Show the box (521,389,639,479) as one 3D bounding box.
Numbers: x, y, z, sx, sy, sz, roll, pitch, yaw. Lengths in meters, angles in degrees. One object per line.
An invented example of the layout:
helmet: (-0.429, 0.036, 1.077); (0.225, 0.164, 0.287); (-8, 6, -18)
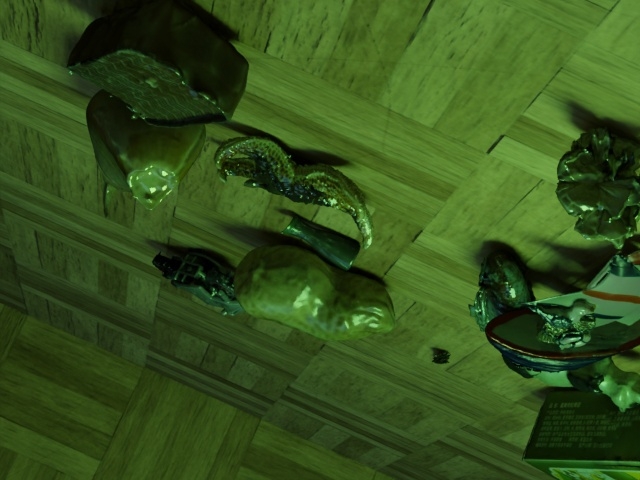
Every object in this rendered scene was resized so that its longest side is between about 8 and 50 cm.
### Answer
box: (0.579, 0.365, 2.249); (0.373, 0.138, 0.420); (31, 161, -19)

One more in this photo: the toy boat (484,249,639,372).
toy boat: (0.350, 0.080, 1.783); (0.219, 0.072, 0.318); (12, 147, -33)

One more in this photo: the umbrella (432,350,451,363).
umbrella: (0.201, 0.199, 2.459); (0.031, 0.020, 0.083); (-19, 177, -7)

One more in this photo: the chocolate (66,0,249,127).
chocolate: (-0.174, -0.197, 1.605); (0.148, 0.093, 0.214); (32, 163, -30)

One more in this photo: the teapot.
teapot: (0.000, 0.000, 2.079); (0.111, 0.043, 0.043); (28, 163, -4)

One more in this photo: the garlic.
garlic: (-0.227, -0.114, 1.820); (0.145, 0.164, 0.245); (11, 174, -19)

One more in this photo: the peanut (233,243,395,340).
peanut: (-0.008, 0.084, 2.211); (0.253, 0.122, 0.137); (22, 156, -1)

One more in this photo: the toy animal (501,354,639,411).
toy animal: (0.349, 0.170, 2.033); (0.225, 0.094, 0.121); (17, 163, 21)

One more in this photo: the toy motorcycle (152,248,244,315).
toy motorcycle: (-0.193, 0.068, 2.501); (0.215, 0.080, 0.122); (14, 159, 47)

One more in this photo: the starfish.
starfish: (-0.022, -0.068, 1.862); (0.216, 0.071, 0.238); (29, 174, -36)

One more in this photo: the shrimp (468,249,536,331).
shrimp: (0.238, 0.089, 1.922); (0.233, 0.090, 0.079); (80, 164, -61)

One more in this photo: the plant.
plant: (0.293, -0.052, 1.407); (0.122, 0.104, 0.116); (-3, 139, 45)
